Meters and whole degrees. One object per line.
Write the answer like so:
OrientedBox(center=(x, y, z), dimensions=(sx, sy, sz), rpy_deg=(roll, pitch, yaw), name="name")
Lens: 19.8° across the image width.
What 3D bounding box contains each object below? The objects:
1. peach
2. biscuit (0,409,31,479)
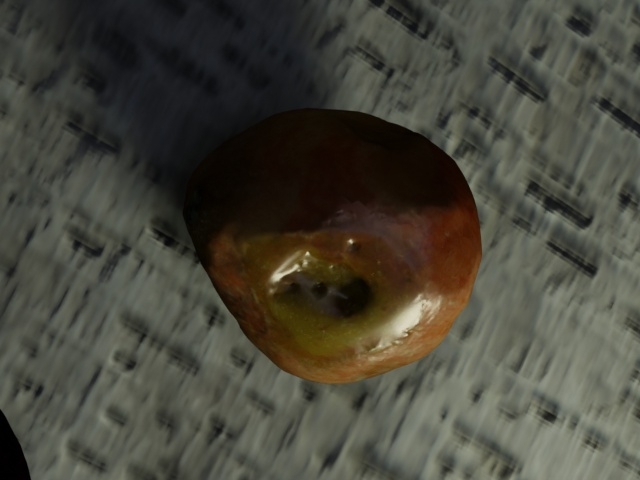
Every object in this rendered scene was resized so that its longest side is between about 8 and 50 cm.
OrientedBox(center=(0.000, 0.000, 1.426), dimensions=(0.236, 0.214, 0.214), rpy_deg=(16, 84, -25), name="peach")
OrientedBox(center=(-0.373, 0.201, 1.204), dimensions=(0.407, 0.091, 0.407), rpy_deg=(19, 60, -36), name="biscuit")
